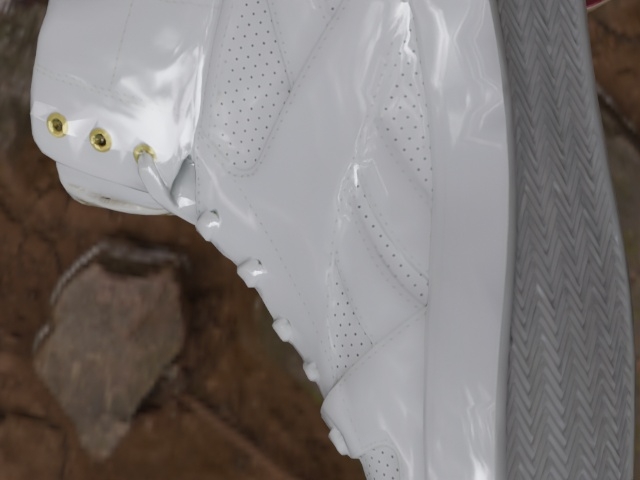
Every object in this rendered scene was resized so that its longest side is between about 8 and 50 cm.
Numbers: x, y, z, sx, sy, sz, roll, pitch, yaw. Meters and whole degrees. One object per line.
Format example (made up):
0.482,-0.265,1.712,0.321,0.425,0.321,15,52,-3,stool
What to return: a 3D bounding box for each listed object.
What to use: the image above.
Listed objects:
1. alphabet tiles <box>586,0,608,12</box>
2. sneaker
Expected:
0.014,-0.087,0.980,0.237,0.009,0.198,-11,171,-31,alphabet tiles
0.000,0.000,0.592,0.169,0.108,0.292,-6,88,29,sneaker
